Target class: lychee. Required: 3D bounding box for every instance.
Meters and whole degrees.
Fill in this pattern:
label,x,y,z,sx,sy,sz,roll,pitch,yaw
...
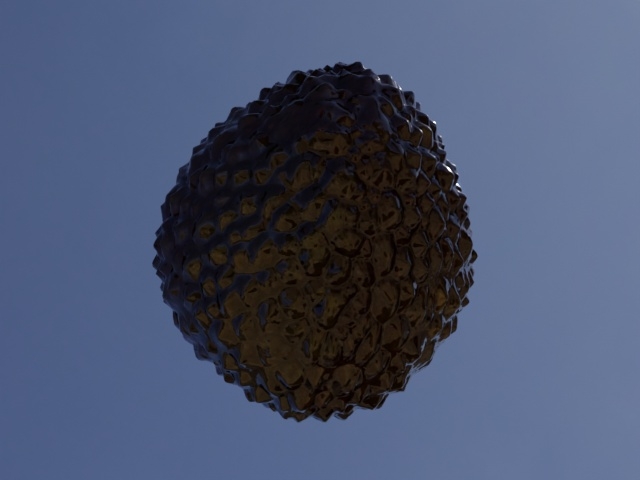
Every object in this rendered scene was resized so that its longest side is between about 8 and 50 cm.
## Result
label,x,y,z,sx,sy,sz,roll,pitch,yaw
lychee,0.000,0.000,1.336,0.236,0.236,0.271,-15,-32,-21
